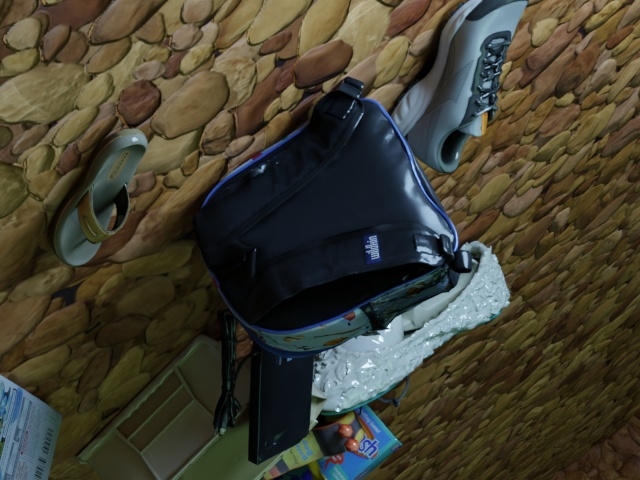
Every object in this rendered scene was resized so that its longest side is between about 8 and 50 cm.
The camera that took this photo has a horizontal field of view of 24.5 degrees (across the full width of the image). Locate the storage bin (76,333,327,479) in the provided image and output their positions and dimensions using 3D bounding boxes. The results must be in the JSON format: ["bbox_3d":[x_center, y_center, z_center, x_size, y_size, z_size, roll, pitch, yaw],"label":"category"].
[{"bbox_3d":[-0.152,0.262,2.038,0.260,0.123,0.262,-45,157,7],"label":"storage bin"}]

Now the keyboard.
[{"bbox_3d":[-0.072,0.132,1.856,0.201,0.033,0.317,-19,116,-52],"label":"keyboard"}]

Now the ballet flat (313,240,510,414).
[{"bbox_3d":[0.124,0.114,2.247,0.409,0.147,0.147,-30,155,-34],"label":"ballet flat"}]

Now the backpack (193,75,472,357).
[{"bbox_3d":[0.000,0.000,1.670,0.263,0.276,0.213,-24,153,-7],"label":"backpack"}]

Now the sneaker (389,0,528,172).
[{"bbox_3d":[0.184,-0.197,1.769,0.100,0.108,0.271,-15,144,-44],"label":"sneaker"}]

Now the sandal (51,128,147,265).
[{"bbox_3d":[-0.218,-0.035,1.490,0.072,0.049,0.180,-12,143,-50],"label":"sandal"}]

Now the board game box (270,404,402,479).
[{"bbox_3d":[0.000,0.334,2.359,0.210,0.160,0.047,-42,157,-1],"label":"board game box"}]

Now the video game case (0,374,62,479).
[{"bbox_3d":[-0.384,0.312,1.606,0.300,0.036,0.329,60,39,-68],"label":"video game case"}]

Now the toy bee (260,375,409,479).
[{"bbox_3d":[-0.006,0.284,2.239,0.298,0.195,0.162,-47,-166,3],"label":"toy bee"}]
